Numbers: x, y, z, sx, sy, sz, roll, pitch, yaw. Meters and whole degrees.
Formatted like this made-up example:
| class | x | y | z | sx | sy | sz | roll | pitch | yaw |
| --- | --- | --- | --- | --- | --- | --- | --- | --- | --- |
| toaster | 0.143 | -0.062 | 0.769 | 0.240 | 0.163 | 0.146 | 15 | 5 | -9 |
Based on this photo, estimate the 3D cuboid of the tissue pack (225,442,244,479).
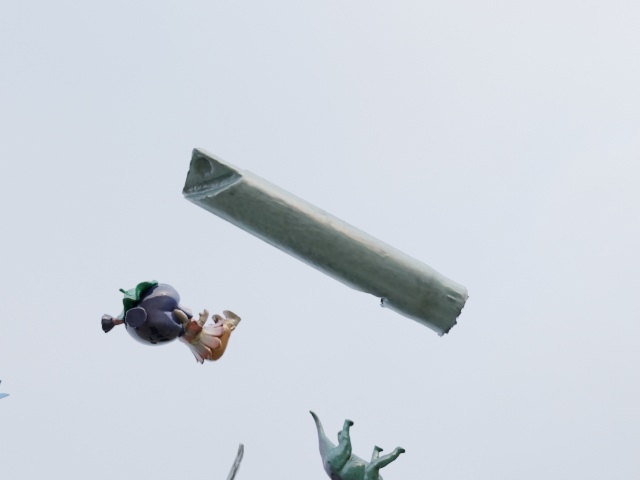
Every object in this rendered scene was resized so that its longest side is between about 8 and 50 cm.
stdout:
| class | x | y | z | sx | sy | sz | roll | pitch | yaw |
| --- | --- | --- | --- | --- | --- | --- | --- | --- | --- |
| tissue pack | -0.250 | 0.666 | 1.229 | 0.026 | 0.122 | 0.193 | 22 | -38 | 4 |

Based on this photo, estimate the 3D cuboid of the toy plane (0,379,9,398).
| class | x | y | z | sx | sy | sz | roll | pitch | yaw |
| --- | --- | --- | --- | --- | --- | --- | --- | --- | --- |
| toy plane | -0.862 | 0.341 | 0.950 | 0.272 | 0.254 | 0.104 | 14 | -98 | -25 |

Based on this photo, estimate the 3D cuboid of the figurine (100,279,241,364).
| class | x | y | z | sx | sy | sz | roll | pitch | yaw |
| --- | --- | --- | --- | --- | --- | --- | --- | --- | --- |
| figurine | -0.223 | 0.127 | 0.664 | 0.195 | 0.102 | 0.112 | 34 | -43 | -27 |

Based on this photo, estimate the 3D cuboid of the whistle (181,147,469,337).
| class | x | y | z | sx | sy | sz | roll | pitch | yaw |
| --- | --- | --- | --- | --- | --- | --- | --- | --- | --- |
| whistle | 0.000 | 0.000 | 0.440 | 0.312 | 0.062 | 0.062 | 28 | -78 | 1 |

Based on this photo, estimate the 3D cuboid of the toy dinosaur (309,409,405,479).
| class | x | y | z | sx | sy | sz | roll | pitch | yaw |
| --- | --- | --- | --- | --- | --- | --- | --- | --- | --- |
| toy dinosaur | 0.066 | 0.706 | 1.222 | 0.330 | 0.384 | 0.129 | -55 | -30 | -40 |
